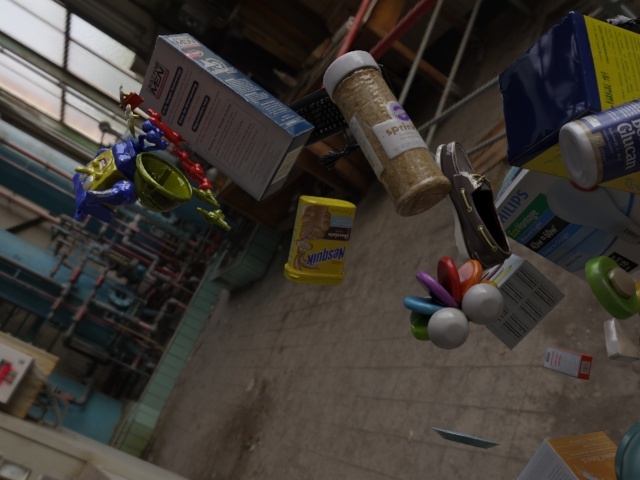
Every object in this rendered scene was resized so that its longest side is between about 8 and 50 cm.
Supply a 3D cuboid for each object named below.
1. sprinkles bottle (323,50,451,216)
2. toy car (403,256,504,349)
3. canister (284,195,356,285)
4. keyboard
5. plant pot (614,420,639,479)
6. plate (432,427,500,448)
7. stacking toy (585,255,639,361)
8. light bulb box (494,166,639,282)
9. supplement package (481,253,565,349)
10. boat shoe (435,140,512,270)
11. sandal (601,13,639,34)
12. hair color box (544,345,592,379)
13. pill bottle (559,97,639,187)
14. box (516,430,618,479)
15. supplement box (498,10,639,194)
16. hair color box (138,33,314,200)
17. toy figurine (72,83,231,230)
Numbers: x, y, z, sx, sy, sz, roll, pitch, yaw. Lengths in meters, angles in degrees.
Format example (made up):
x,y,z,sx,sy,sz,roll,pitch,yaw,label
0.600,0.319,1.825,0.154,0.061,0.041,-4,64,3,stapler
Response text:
x,y,z,sx,sy,sz,roll,pitch,yaw,label
0.131,-0.222,1.165,0.121,0.121,0.355,-45,63,40,sprinkles bottle
0.232,0.104,1.046,0.182,0.136,0.159,-35,11,-4,toy car
0.000,0.000,1.165,0.073,0.126,0.169,-143,61,-62,canister
0.051,-0.298,1.455,0.317,0.201,0.033,-20,19,23,keyboard
0.631,0.408,0.949,0.293,0.293,0.196,-60,9,-1,plant pot
0.405,0.557,1.589,0.188,0.188,0.024,-21,54,64,plate
0.653,0.146,1.066,0.130,0.280,0.309,-39,30,40,stacking toy
0.664,-0.116,1.386,0.225,0.361,0.358,-56,-7,-32,light bulb box
0.524,0.161,1.577,0.203,0.149,0.194,-47,1,5,supplement package
0.349,-0.091,1.293,0.097,0.117,0.324,-31,60,43,boat shoe
0.786,-0.523,1.577,0.446,0.107,0.167,120,170,-81,sandal
0.728,0.359,1.670,0.141,0.043,0.072,-176,98,-72,hair color box
0.425,-0.141,0.769,0.169,0.094,0.094,-19,26,7,pill bottle
0.658,0.632,1.290,0.345,0.215,0.168,55,134,49,box
0.531,-0.228,1.020,0.195,0.357,0.194,138,137,-61,supplement box
-0.203,-0.260,1.184,0.174,0.347,0.105,-56,-8,32,hair color box
-0.328,-0.083,0.978,0.217,0.191,0.362,-41,45,6,toy figurine
